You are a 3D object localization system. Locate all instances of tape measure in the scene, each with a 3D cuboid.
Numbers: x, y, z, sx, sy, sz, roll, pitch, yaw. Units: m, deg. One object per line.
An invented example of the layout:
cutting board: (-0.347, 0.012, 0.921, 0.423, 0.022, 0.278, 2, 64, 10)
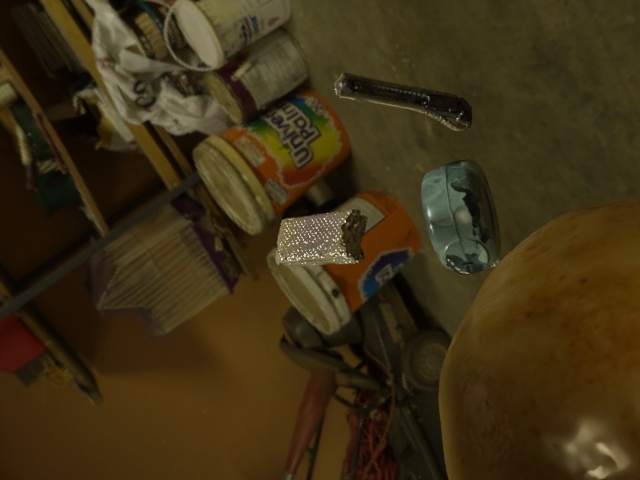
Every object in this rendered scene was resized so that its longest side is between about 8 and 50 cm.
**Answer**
tape measure: (0.329, -0.048, 1.449, 0.256, 0.147, 0.274, -13, -91, -67)

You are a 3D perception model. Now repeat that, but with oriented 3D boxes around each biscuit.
biscuit: (0.000, 0.000, 1.320, 0.062, 0.108, 0.239, 20, 162, -42)

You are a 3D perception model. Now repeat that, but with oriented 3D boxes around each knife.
knife: (0.213, -0.353, 1.552, 0.366, 0.089, 0.043, 13, 171, -4)

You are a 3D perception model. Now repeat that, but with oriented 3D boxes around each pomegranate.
pomegranate: (0.252, 0.149, 0.420, 0.410, 0.410, 0.410, 47, 162, 20)
